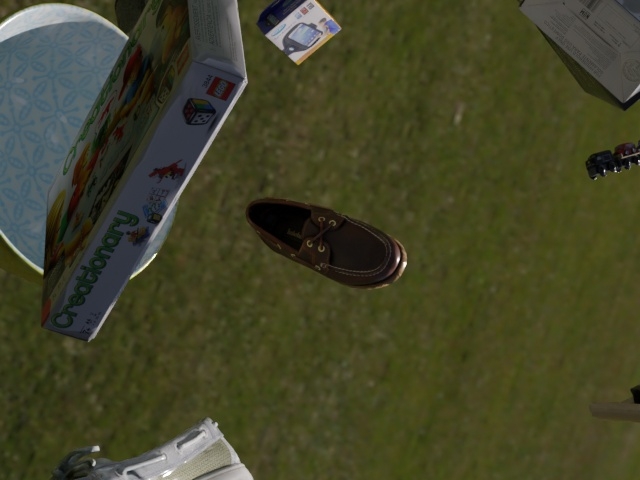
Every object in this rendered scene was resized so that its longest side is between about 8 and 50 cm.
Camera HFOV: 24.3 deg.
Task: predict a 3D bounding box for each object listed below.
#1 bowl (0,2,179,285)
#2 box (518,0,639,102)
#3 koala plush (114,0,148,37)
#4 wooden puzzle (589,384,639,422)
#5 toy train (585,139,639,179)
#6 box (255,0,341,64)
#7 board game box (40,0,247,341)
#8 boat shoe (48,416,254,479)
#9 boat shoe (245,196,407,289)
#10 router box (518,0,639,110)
[{"bbox_3d":[-0.297,-0.084,1.520,0.289,0.156,0.289,15,71,-49],"label":"bowl"},{"bbox_3d":[0.375,-0.284,1.714,0.290,0.169,0.087,-35,165,-47],"label":"box"},{"bbox_3d":[-0.212,-0.319,2.022,0.196,0.203,0.221,-32,146,-59],"label":"koala plush"},{"bbox_3d":[0.423,0.138,1.493,0.238,0.221,0.044,-15,93,-26],"label":"wooden puzzle"},{"bbox_3d":[0.409,-0.113,1.991,0.158,0.027,0.036,-15,82,-39],"label":"toy train"},{"bbox_3d":[-0.031,-0.292,2.005,0.081,0.028,0.136,-39,158,9],"label":"box"},{"bbox_3d":[-0.158,-0.085,1.276,0.305,0.053,0.193,-56,-153,31],"label":"board game box"},{"bbox_3d":[-0.191,0.238,1.420,0.118,0.103,0.320,-40,160,33],"label":"boat shoe"},{"bbox_3d":[0.000,0.000,1.644,0.073,0.207,0.073,35,75,-47],"label":"boat shoe"},{"bbox_3d":[0.334,-0.256,1.911,0.046,0.179,0.133,-40,-158,1],"label":"router box"}]
